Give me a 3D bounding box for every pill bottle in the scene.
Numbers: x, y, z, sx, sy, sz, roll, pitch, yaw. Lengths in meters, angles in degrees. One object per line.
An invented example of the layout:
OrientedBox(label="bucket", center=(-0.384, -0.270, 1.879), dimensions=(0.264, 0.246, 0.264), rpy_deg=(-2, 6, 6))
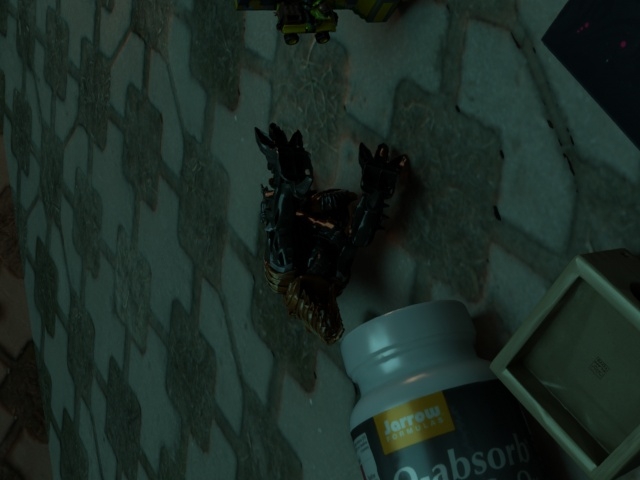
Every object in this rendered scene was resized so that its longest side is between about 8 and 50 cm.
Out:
OrientedBox(label="pill bottle", center=(0.119, 0.207, 0.754), dimensions=(0.162, 0.162, 0.278), rpy_deg=(-43, 57, 47))

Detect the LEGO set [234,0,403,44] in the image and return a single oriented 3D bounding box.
OrientedBox(label="LEGO set", center=(-0.005, -0.392, 0.836), dimensions=(0.192, 0.254, 0.331), rpy_deg=(133, 135, -65))

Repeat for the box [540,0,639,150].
OrientedBox(label="box", center=(0.298, -0.175, 0.504), dimensions=(0.270, 0.143, 0.165), rpy_deg=(-59, 46, 37))

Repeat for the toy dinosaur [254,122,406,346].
OrientedBox(label="toy dinosaur", center=(0.000, 0.000, 0.924), dimensions=(0.322, 0.164, 0.218), rpy_deg=(50, 133, 44))

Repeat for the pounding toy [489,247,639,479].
OrientedBox(label="pounding toy", center=(0.266, 0.100, 0.610), dimensions=(0.206, 0.094, 0.181), rpy_deg=(49, 124, 30))
